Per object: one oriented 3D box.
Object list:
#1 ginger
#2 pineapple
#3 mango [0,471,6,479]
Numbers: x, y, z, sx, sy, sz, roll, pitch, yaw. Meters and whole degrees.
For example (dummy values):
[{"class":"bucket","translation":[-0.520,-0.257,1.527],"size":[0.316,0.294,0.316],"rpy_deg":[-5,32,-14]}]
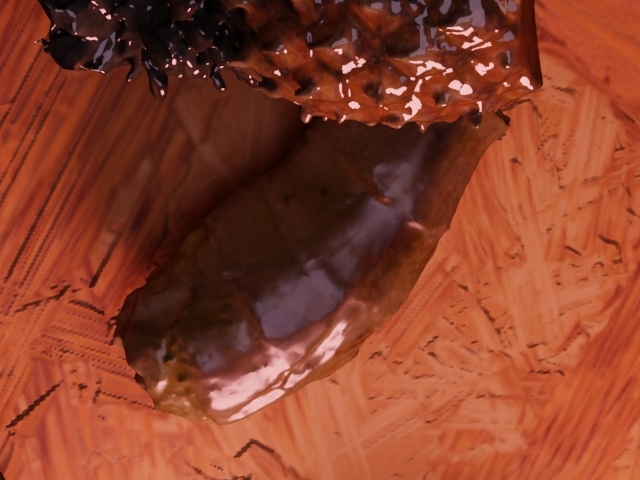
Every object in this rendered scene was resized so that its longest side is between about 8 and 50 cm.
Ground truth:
[{"class":"ginger","translation":[0.000,0.000,1.068],"size":[0.263,0.116,0.109],"rpy_deg":[-48,159,-4]},{"class":"pineapple","translation":[-0.029,-0.130,0.962],"size":[0.278,0.158,0.158],"rpy_deg":[-2,112,1]},{"class":"mango","translation":[-0.231,0.230,1.026],"size":[0.176,0.175,0.330],"rpy_deg":[-22,132,-29]}]
